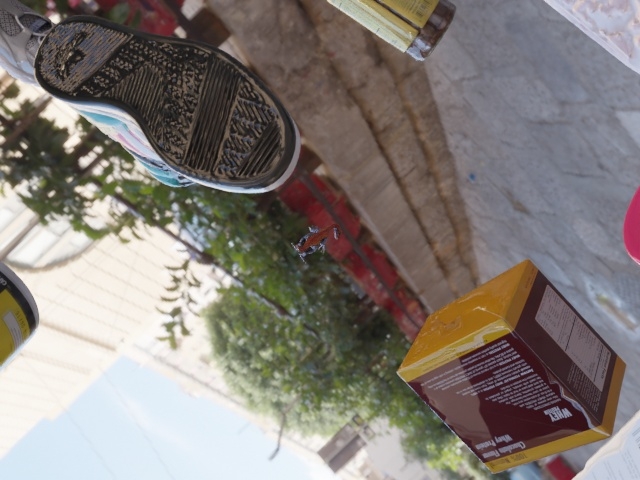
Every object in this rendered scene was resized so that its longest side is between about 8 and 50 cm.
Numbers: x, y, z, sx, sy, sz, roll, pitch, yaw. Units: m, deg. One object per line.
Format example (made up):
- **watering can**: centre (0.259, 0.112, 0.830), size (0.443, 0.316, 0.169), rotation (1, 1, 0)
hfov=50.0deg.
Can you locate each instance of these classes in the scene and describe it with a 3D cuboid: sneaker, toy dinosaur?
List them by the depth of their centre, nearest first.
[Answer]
- **sneaker**: centre (-0.116, -0.104, 0.654), size (0.295, 0.124, 0.178), rotation (29, 180, 27)
- **sneaker**: centre (-0.327, -0.252, 0.929), size (0.281, 0.115, 0.105), rotation (33, -137, -22)
- **toy dinosaur**: centre (0.000, 0.000, 1.094), size (0.047, 0.082, 0.090), rotation (56, 174, -8)

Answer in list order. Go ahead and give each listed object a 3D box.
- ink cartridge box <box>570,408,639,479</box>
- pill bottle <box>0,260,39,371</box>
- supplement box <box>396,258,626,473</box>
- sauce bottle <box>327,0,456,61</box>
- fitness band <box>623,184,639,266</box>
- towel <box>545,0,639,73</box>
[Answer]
- **ink cartridge box**: centre (0.291, 0.303, 0.546), size (0.239, 0.060, 0.275), rotation (103, 160, -48)
- **pill bottle**: centre (-0.305, 0.094, 0.506), size (0.103, 0.103, 0.184), rotation (47, -139, -15)
- **supplement box**: centre (0.245, 0.167, 0.887), size (0.194, 0.191, 0.129), rotation (46, -137, -5)
- **sauce bottle**: centre (0.051, -0.422, 1.093), size (0.344, 0.111, 0.111), rotation (34, -179, -6)
- **fitness band**: centre (0.445, -0.077, 0.732), size (0.054, 0.291, 0.209), rotation (36, 171, -14)
- **towel**: centre (0.303, -0.362, 0.645), size (0.317, 0.053, 0.332), rotation (44, 144, 20)
